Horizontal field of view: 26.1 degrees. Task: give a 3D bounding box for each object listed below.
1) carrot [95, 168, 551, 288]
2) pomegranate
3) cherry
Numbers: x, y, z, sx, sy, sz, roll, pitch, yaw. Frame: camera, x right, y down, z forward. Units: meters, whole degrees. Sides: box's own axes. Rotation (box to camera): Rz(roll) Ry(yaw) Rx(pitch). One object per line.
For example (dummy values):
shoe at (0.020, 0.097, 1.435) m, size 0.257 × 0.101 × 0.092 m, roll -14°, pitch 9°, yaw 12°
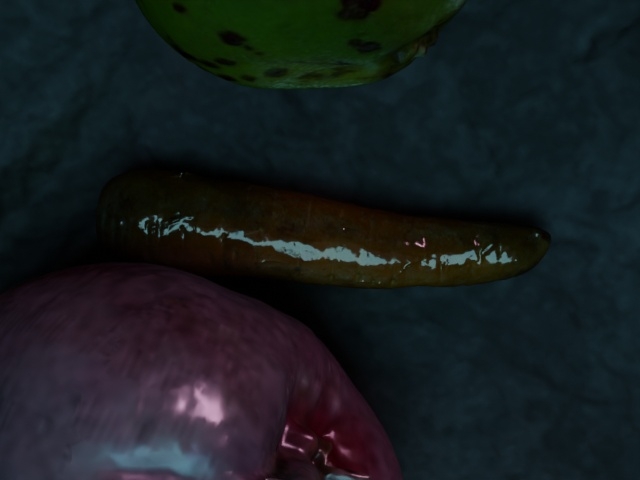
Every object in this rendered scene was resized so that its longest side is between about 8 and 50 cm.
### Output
carrot at (0.000, 0.000, 0.582) m, size 0.191 × 0.047 × 0.047 m, roll 7°, pitch 118°, yaw 3°
pomegranate at (-0.018, -0.125, 0.475) m, size 0.169 × 0.122 × 0.143 m, roll 46°, pitch 143°, yaw -19°
cherry at (-0.072, 0.108, 0.567) m, size 0.266 × 0.184 × 0.213 m, roll -2°, pitch 140°, yaw 38°
